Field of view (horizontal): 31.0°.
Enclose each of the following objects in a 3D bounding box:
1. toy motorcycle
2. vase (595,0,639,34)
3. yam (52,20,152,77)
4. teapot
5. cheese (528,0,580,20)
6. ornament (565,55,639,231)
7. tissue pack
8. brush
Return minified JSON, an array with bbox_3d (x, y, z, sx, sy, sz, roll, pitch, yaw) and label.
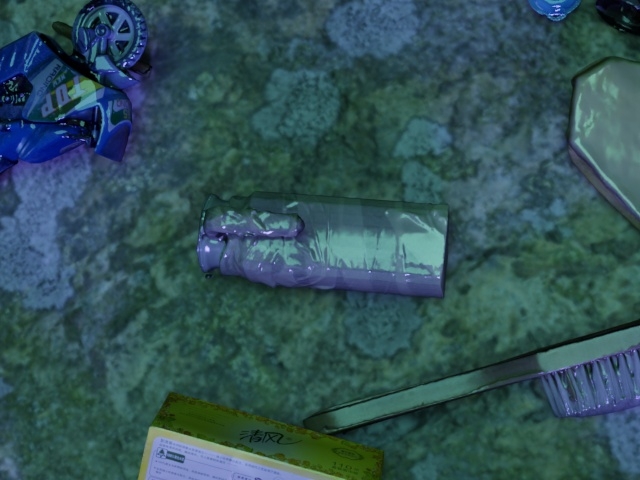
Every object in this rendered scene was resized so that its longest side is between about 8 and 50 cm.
[{"bbox_3d":[-0.248,-0.105,0.987,0.254,0.092,0.135,-24,84,12],"label":"toy motorcycle"},{"bbox_3d":[0.293,-0.251,0.951,0.059,0.059,0.167,29,83,13],"label":"vase"},{"bbox_3d":[-0.195,-0.171,1.030,0.107,0.014,0.014,27,83,13],"label":"yam"},{"bbox_3d":[0.000,0.000,0.914,0.200,0.107,0.077,4,81,10],"label":"teapot"},{"bbox_3d":[0.200,-0.239,0.983,0.047,0.017,0.111,0,78,5],"label":"cheese"},{"bbox_3d":[0.295,-0.057,0.912,0.201,0.059,0.180,5,79,12],"label":"ornament"},{"bbox_3d":[-0.048,0.188,0.872,0.176,0.062,0.095,15,111,3],"label":"tissue pack"},{"bbox_3d":[0.149,0.119,0.892,0.327,0.070,0.065,-16,86,6],"label":"brush"}]
